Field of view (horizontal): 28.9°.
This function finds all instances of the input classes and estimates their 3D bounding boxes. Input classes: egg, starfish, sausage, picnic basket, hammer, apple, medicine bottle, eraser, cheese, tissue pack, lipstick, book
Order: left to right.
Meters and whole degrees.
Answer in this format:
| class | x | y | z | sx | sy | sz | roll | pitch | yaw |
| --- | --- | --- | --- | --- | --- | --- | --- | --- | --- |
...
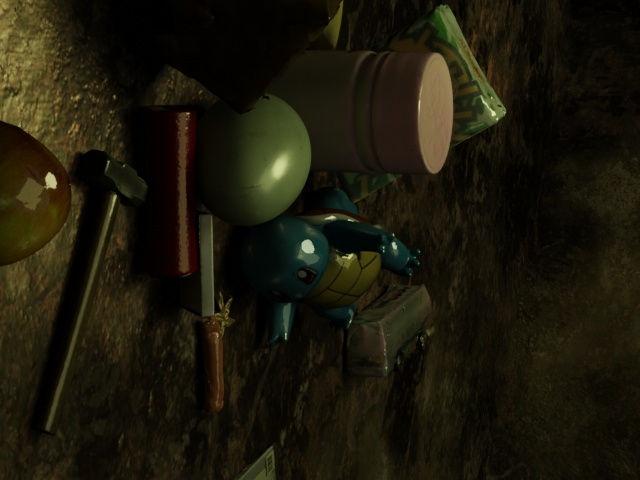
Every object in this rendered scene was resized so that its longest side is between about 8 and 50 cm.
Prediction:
| class | x | y | z | sx | sy | sz | roll | pitch | yaw |
| --- | --- | --- | --- | --- | --- | --- | --- | --- | --- |
| apple | -0.357 | -0.049 | 1.343 | 0.147 | 0.163 | 0.146 | -53 | 133 | -17 |
| hammer | -0.304 | 0.068 | 1.595 | 0.111 | 0.043 | 0.365 | 45 | 53 | -62 |
| lipstick | -0.211 | -0.069 | 1.747 | 0.080 | 0.080 | 0.241 | -20 | 112 | -66 |
| eraser | -0.183 | 0.030 | 1.822 | 0.023 | 0.104 | 0.150 | -2 | 96 | -23 |
| sausage | -0.169 | 0.192 | 1.945 | 0.042 | 0.036 | 0.158 | -135 | -138 | -73 |
| starfish | -0.156 | 0.126 | 1.997 | 0.086 | 0.016 | 0.092 | 57 | 37 | -53 |
| picnic basket | -0.128 | -0.375 | 1.682 | 0.321 | 0.291 | 0.254 | 39 | 45 | -9 |
| book | -0.124 | 0.463 | 2.122 | 0.231 | 0.026 | 0.157 | -35 | 122 | -63 |
| egg | -0.106 | -0.119 | 1.836 | 0.264 | 0.182 | 0.183 | -84 | 167 | -60 |
| cheese | 0.013 | -0.468 | 2.275 | 0.127 | 0.050 | 0.255 | 56 | 41 | -54 |
| medicine bottle | 0.042 | -0.210 | 2.032 | 0.202 | 0.315 | 0.202 | 5 | 90 | -68 |
| tissue pack | 0.136 | -0.241 | 2.181 | 0.228 | 0.311 | 0.128 | 60 | 23 | -4 |

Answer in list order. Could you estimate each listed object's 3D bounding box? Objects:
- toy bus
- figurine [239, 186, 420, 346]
| class | x | y | z | sx | sy | sz | roll | pitch | yaw |
| --- | --- | --- | --- | --- | --- | --- | --- | --- | --- |
| toy bus | 0.148 | 0.189 | 2.635 | 0.317 | 0.112 | 0.138 | -32 | 118 | -65 |
| figurine | 0.024 | 0.031 | 2.166 | 0.243 | 0.298 | 0.416 | 57 | 24 | 0 |
